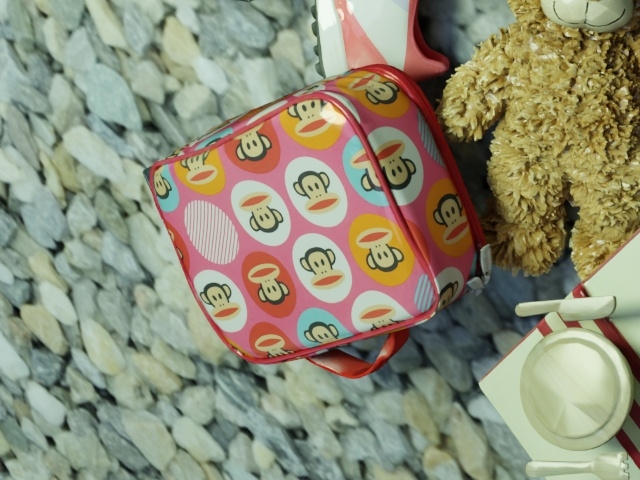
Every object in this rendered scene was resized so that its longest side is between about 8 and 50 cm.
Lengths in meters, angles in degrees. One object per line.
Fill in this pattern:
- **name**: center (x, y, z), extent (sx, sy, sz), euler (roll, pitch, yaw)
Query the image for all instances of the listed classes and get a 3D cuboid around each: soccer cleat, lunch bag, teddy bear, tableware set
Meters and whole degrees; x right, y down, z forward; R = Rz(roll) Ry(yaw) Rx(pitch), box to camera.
- **soccer cleat**: center (0.049, -0.286, 1.187), extent (0.117, 0.108, 0.318), euler (0, 109, 11)
- **lunch bag**: center (0.000, 0.000, 1.224), extent (0.293, 0.120, 0.258), euler (-16, 102, 45)
- **teddy bear**: center (0.212, -0.108, 1.138), extent (0.245, 0.113, 0.338), euler (29, 123, 17)
- **tableware set**: center (0.231, 0.100, 0.961), extent (0.194, 0.039, 0.128), euler (-8, 81, 36)

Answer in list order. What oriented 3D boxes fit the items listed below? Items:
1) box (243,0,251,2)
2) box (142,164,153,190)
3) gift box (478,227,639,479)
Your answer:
- **box**: center (-0.106, -0.323, 1.273), extent (0.147, 0.077, 0.180), euler (13, 117, 29)
- **box**: center (-0.046, -0.029, 1.371), extent (0.233, 0.059, 0.183), euler (-19, 100, 37)
- **gift box**: center (0.334, 0.121, 1.074), extent (0.258, 0.276, 0.255), euler (56, 133, 20)
